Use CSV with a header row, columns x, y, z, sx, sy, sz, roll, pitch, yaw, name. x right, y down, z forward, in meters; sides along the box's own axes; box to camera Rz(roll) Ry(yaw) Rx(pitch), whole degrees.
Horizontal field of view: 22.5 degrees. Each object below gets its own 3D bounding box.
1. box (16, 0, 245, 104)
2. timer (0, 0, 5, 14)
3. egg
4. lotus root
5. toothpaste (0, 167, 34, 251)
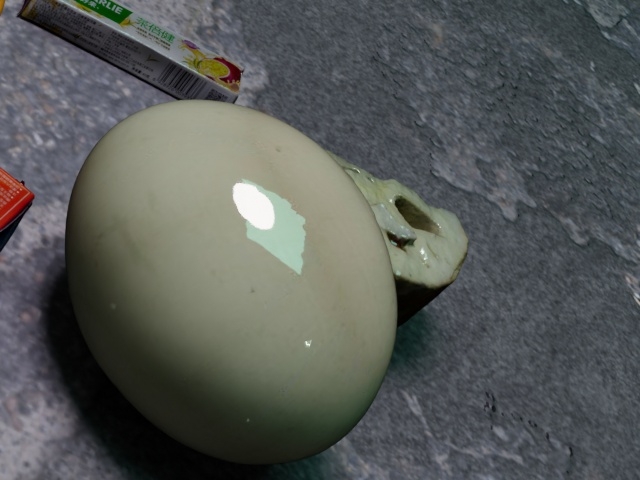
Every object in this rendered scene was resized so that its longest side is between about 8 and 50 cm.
x,y,z,sx,sy,sz,roll,pitch,yaw,name
-0.164,-0.176,1.424,0.207,0.041,0.050,26,38,-19,box
-0.316,-0.218,1.275,0.132,0.132,0.152,27,12,-19,timer
-0.062,0.027,1.117,0.219,0.219,0.269,-10,71,-50,egg
0.000,0.000,1.305,0.234,0.119,0.138,28,34,-20,lotus root
-0.348,-0.092,1.104,0.320,0.076,0.066,38,32,-1,toothpaste
